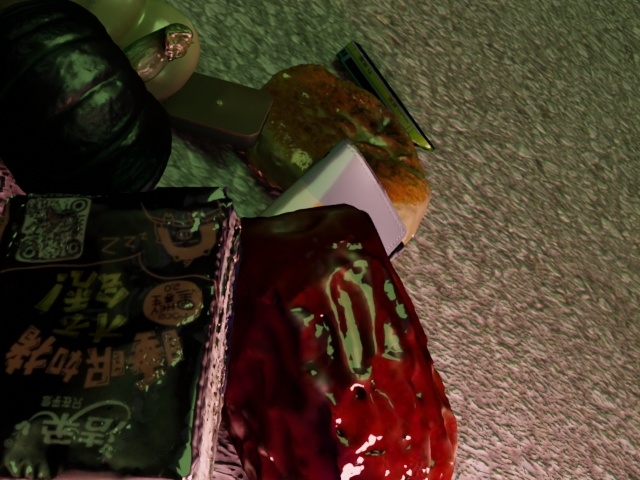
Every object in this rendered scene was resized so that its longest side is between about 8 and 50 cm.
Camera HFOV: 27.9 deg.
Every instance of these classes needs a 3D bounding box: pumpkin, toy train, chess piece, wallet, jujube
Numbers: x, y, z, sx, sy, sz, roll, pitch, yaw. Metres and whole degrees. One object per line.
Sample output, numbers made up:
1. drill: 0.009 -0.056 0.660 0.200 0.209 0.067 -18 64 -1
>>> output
1. pumpkin: -0.238 -0.151 1.355 0.248 0.248 0.248 28 39 -26
2. toy train: 0.098 -0.209 1.968 0.209 0.042 0.044 55 14 10
3. chess piece: -0.291 -0.286 1.530 0.330 0.182 0.182 37 36 -26
4. wallet: 0.000 0.000 1.596 0.231 0.069 0.170 -42 103 -32
5. jujube: 0.004 0.131 1.356 0.258 0.258 0.376 -15 73 -52

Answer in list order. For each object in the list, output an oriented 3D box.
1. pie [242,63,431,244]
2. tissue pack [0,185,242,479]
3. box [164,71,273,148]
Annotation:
1. pie: 0.029 -0.124 1.774 0.315 0.092 0.315 27 39 -24
2. tissue pack: -0.207 0.100 1.181 0.245 0.123 0.332 0 51 5
3. box: -0.130 -0.165 1.641 0.126 0.031 0.091 15 48 4
